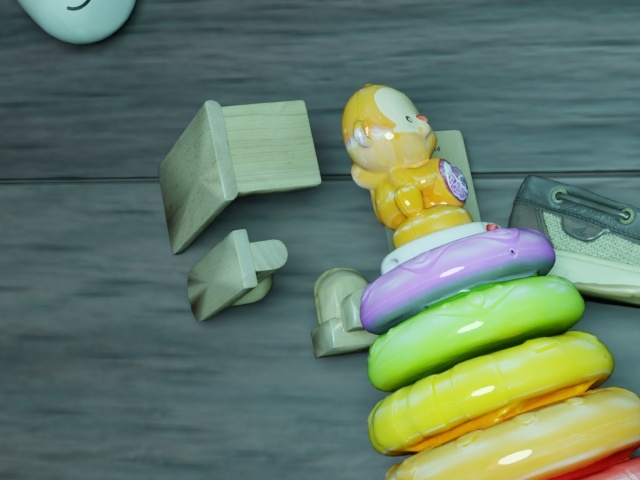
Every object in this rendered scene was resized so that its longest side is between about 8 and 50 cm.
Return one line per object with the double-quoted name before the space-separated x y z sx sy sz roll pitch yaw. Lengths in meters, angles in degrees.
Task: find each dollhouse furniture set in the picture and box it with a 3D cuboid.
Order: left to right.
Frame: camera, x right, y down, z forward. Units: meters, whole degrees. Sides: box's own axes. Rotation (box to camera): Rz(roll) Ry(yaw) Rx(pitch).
"dollhouse furniture set" 0.000 0.000 0.833 0.151 0.123 0.144 -6 78 -22

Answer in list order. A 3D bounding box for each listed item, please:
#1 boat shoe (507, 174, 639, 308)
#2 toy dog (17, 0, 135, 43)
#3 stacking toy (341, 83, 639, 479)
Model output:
"boat shoe" 0.207 0.004 0.750 0.224 0.080 0.073 7 88 20
"toy dog" -0.270 -0.252 0.874 0.334 0.161 0.220 13 85 16
"stacking toy" 0.079 0.054 0.712 0.166 0.175 0.301 -27 74 32
